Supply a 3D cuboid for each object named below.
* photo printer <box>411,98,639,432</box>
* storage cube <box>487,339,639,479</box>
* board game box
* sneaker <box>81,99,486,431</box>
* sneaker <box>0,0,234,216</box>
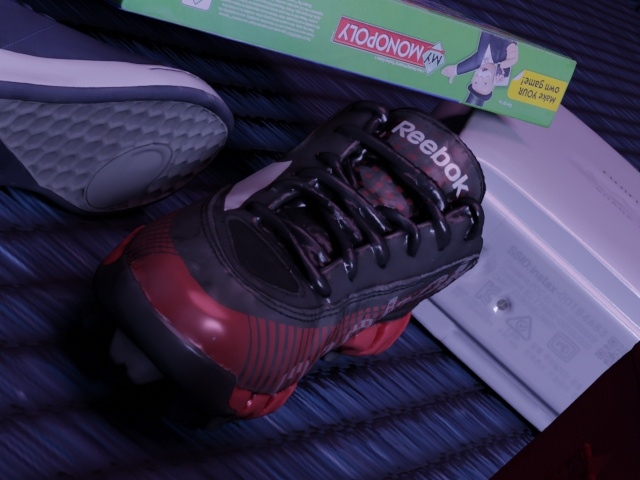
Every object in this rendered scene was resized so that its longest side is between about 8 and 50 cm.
[{"bbox_3d":[0.159,0.013,1.042,0.256,0.107,0.307,42,19,-2],"label":"photo printer"},{"bbox_3d":[0.096,0.181,0.440,0.215,0.193,0.184,41,19,-10],"label":"storage cube"},{"bbox_3d":[-0.036,-0.142,0.905,0.317,0.046,0.213,10,16,-44],"label":"board game box"},{"bbox_3d":[0.000,0.000,0.719,0.098,0.135,0.276,49,21,10],"label":"sneaker"},{"bbox_3d":[-0.142,-0.096,0.710,0.226,0.086,0.163,8,42,-57],"label":"sneaker"}]
